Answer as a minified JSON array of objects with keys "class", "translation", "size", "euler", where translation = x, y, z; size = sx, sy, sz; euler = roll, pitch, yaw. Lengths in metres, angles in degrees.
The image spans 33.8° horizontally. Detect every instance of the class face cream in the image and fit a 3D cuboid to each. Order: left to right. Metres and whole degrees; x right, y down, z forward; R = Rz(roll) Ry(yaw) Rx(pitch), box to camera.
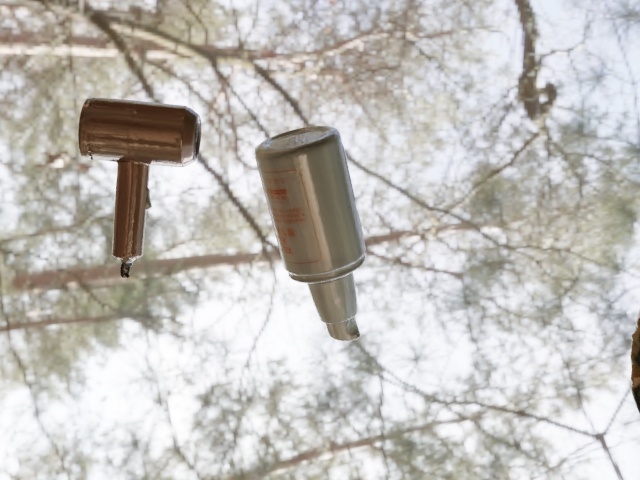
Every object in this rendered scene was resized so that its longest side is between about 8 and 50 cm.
[{"class":"face cream","translation":[0.000,0.000,1.217],"size":[0.101,0.101,0.252],"euler":[13,-58,52]}]

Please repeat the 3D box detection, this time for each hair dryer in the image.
[{"class":"hair dryer","translation":[-0.185,-0.050,1.062],"size":[0.064,0.117,0.182],"euler":[-82,178,-77]}]

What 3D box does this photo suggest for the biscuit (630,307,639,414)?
[{"class":"biscuit","translation":[0.441,0.095,0.877],"size":[0.343,0.057,0.287],"euler":[16,-92,16]}]
